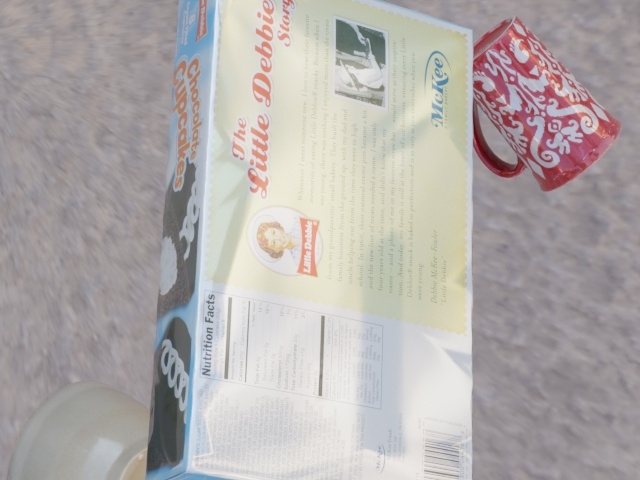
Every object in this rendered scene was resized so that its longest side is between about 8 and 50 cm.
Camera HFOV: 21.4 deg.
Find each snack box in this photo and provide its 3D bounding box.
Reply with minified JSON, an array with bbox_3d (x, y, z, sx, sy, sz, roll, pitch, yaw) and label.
[{"bbox_3d":[0.000,0.000,1.014,0.187,0.060,0.321,13,67,-27],"label":"snack box"}]

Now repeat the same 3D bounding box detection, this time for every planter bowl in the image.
[{"bbox_3d":[-0.188,0.218,1.546,0.162,0.109,0.162,-17,112,-48],"label":"planter bowl"}]

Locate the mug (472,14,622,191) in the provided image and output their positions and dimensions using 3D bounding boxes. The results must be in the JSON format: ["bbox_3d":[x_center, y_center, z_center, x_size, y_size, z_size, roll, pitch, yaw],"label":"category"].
[{"bbox_3d":[0.217,-0.141,1.839,0.150,0.113,0.169,-39,102,16],"label":"mug"}]
